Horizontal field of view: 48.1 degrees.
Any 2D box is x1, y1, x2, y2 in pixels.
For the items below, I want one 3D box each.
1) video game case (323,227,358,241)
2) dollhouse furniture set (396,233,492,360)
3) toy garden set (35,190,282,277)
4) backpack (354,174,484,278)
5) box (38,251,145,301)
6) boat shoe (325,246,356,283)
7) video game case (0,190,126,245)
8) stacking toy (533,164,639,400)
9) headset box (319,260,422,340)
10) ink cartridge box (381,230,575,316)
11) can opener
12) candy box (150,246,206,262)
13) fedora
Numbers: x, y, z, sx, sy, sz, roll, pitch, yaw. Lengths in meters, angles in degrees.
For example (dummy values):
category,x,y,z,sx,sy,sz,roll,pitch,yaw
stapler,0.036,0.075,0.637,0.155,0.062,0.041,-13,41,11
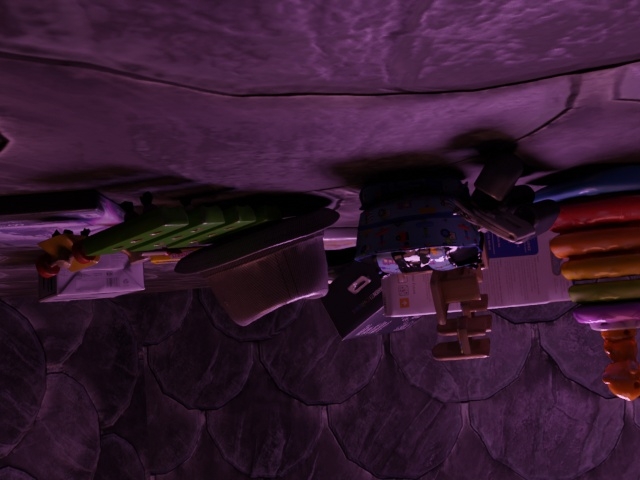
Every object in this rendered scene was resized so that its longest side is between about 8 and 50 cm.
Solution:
category,x,y,z,sx,sy,sz,roll,pitch,yaw
video game case,0.000,0.000,1.447,0.227,0.026,0.206,-1,173,-32
dollhouse furniture set,0.182,0.047,1.169,0.161,0.212,0.242,-8,-159,19
toy garden set,-0.193,-0.014,0.853,0.204,0.049,0.244,-19,175,25
backpack,0.114,-0.017,0.864,0.158,0.117,0.173,-6,175,16
box,-0.478,0.073,1.469,0.169,0.087,0.290,-2,174,-27
boat shoe,-0.018,0.046,1.730,0.319,0.116,0.099,5,128,-22
video game case,-0.342,-0.023,0.903,0.196,0.026,0.274,-4,174,-2
stacking toy,0.394,0.061,0.960,0.175,0.301,0.166,-4,174,-17
headset box,0.170,0.108,1.673,0.283,0.131,0.246,0,143,-50
ink cartridge box,0.297,0.044,1.371,0.371,0.175,0.069,-4,175,-6
can opener,0.228,-0.049,0.813,0.076,0.095,0.283,34,-160,20
candy box,-0.255,0.030,1.538,0.206,0.027,0.105,-4,178,-7
fedora,-0.076,0.044,1.025,0.244,0.124,0.275,-21,-176,-23
